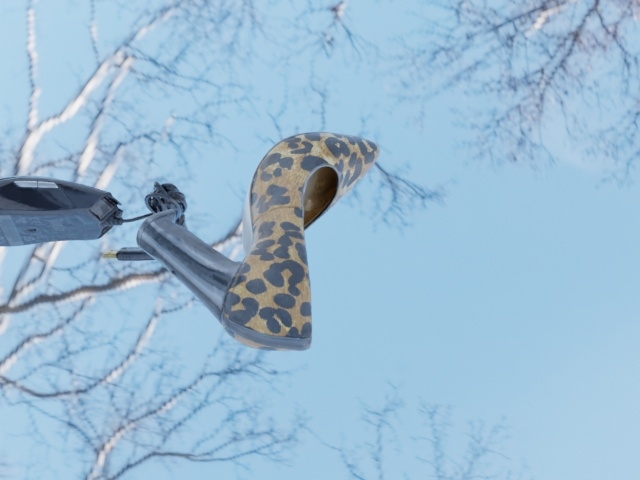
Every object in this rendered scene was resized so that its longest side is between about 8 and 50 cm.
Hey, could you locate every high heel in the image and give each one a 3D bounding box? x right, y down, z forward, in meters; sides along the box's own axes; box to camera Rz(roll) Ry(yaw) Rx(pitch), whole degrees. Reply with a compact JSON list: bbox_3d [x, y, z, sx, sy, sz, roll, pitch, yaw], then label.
[{"bbox_3d":[0.000,0.000,1.029,0.261,0.093,0.186,-28,-130,-33],"label":"high heel"}]

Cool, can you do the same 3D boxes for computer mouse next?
[{"bbox_3d":[-0.270,-0.026,1.346,0.262,0.184,0.060,-5,-112,1],"label":"computer mouse"}]
